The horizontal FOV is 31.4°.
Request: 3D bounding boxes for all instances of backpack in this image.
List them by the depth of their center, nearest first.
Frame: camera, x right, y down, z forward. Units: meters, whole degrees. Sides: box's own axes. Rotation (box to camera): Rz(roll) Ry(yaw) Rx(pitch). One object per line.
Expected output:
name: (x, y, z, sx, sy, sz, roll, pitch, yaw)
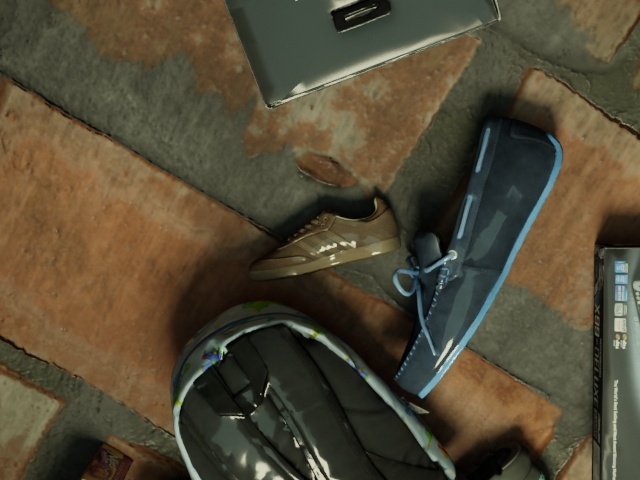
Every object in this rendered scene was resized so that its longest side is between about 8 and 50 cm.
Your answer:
backpack: (-0.027, 0.242, 1.344, 0.290, 0.273, 0.355, -39, 116, 3)

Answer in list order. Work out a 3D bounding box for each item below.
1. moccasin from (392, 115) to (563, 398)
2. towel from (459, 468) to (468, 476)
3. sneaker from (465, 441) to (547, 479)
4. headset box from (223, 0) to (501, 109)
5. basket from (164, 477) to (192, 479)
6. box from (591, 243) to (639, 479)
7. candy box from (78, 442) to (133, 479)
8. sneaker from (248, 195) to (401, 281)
moccasin: (0.161, 0.015, 1.339, 0.117, 0.138, 0.342, 27, 91, 1)
towel: (0.170, 0.321, 1.465, 0.083, 0.009, 0.060, 20, 104, -1)
sneaker: (0.176, 0.370, 1.420, 0.267, 0.101, 0.106, -40, 102, 12)
headset box: (0.045, -0.253, 1.183, 0.246, 0.283, 0.131, -20, 102, 8)
basket: (-0.177, 0.433, 1.449, 0.204, 0.154, 0.226, 10, 101, 10)
box: (0.447, 0.157, 1.341, 0.242, 0.076, 0.307, 1, 93, 4)
candy box: (-0.315, 0.362, 1.457, 0.053, 0.109, 0.186, 33, 104, -5)
sneaker: (0.000, 0.000, 1.374, 0.188, 0.066, 0.071, -14, 87, 2)
